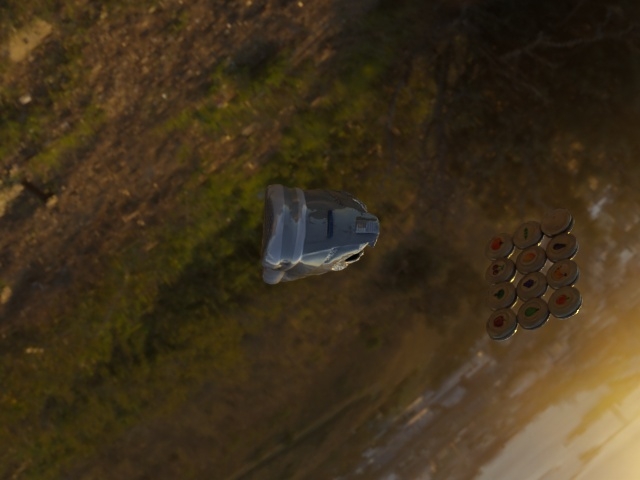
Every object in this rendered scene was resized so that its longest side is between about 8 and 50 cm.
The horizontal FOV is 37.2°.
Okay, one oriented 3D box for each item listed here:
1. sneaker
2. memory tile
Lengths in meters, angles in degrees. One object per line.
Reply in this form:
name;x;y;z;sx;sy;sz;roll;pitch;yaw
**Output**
sneaker;0.000;0.000;0.966;0.115;0.105;0.281;5;-178;-2
memory tile;0.229;0.035;1.036;0.113;0.148;0.012;-23;130;30
